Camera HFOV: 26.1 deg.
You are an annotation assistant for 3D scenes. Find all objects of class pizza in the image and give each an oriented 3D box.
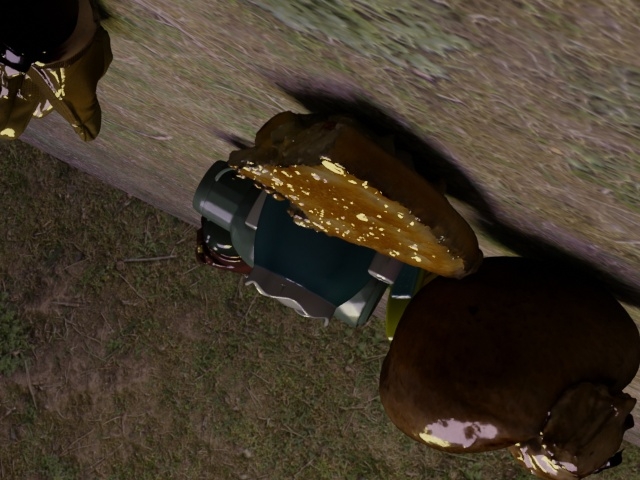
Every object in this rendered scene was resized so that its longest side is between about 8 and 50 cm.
[{"bbox_3d":[0.037,-0.054,1.334,0.223,0.089,0.323,17,168,33],"label":"pizza"}]

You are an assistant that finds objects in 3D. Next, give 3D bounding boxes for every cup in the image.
[{"bbox_3d":[0.000,0.000,1.594,0.167,0.173,0.300,30,174,-34],"label":"cup"}]

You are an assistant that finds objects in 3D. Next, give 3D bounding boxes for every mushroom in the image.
[{"bbox_3d":[0.207,0.129,1.448,0.283,0.263,0.195,39,141,30],"label":"mushroom"}]

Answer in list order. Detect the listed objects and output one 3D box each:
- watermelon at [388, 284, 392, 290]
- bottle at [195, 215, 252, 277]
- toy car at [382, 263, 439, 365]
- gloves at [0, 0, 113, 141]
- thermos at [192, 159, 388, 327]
[{"bbox_3d":[0.118,0.022,1.933,0.092,0.072,0.084,-27,123,35],"label":"watermelon"},{"bbox_3d":[-0.135,-0.009,2.329,0.143,0.156,0.271,45,-177,13],"label":"bottle"},{"bbox_3d":[0.180,0.122,1.815,0.142,0.200,0.248,0,144,26],"label":"toy car"},{"bbox_3d":[-0.289,-0.192,1.405,0.154,0.141,0.331,3,169,-12],"label":"gloves"},{"bbox_3d":[-0.032,-0.017,1.834,0.286,0.145,0.182,29,147,5],"label":"thermos"}]
